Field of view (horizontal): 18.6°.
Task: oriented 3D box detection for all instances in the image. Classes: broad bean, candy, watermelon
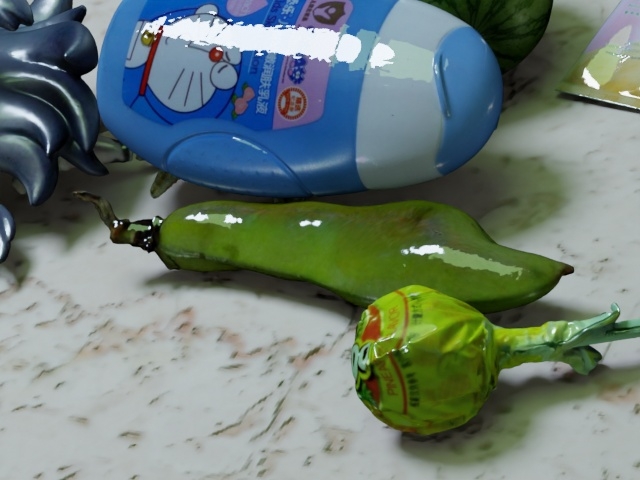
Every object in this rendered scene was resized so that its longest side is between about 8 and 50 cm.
[{"bbox_3d":[0.002,0.007,1.191,0.325,0.067,0.075,4,11,30],"label":"broad bean"},{"bbox_3d":[0.147,0.053,1.078,0.262,0.077,0.073,-9,17,-1],"label":"candy"},{"bbox_3d":[0.085,-0.183,1.324,0.140,0.141,0.187,-14,34,6],"label":"watermelon"}]

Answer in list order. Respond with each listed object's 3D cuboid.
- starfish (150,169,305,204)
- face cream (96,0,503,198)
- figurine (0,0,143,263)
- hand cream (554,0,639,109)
[{"bbox_3d":[-0.041,-0.079,1.311,0.176,0.053,0.208,-27,46,-8],"label":"starfish"},{"bbox_3d":[-0.011,-0.097,1.233,0.264,0.083,0.149,8,79,25],"label":"face cream"},{"bbox_3d":[-0.253,-0.092,1.337,0.265,0.197,0.175,-26,14,-3],"label":"figurine"},{"bbox_3d":[0.230,-0.154,1.308,0.076,0.047,0.174,16,58,35],"label":"hand cream"}]
